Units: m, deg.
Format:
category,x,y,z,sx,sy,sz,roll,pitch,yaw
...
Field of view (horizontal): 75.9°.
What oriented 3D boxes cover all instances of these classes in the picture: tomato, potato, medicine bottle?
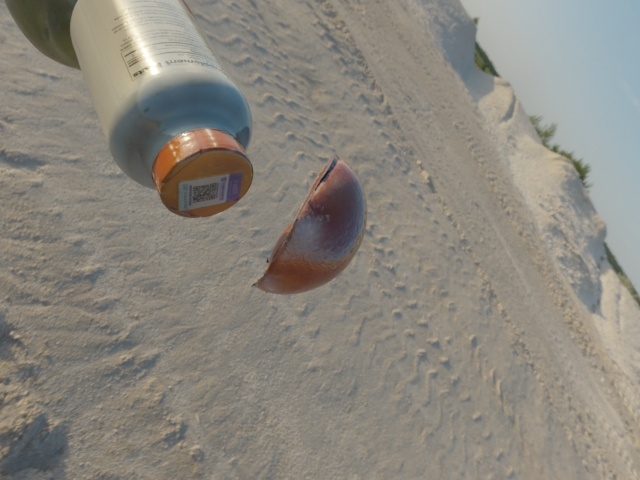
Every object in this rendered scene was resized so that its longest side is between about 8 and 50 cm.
category,x,y,z,sx,sy,sz,roll,pitch,yaw
tomato,0.000,0.000,0.595,0.112,0.228,0.199,30,38,-4
potato,-0.438,-0.444,0.766,0.243,0.221,0.326,-37,69,-27
medicine bottle,-0.177,-0.163,0.476,0.157,0.157,0.289,9,43,-52
